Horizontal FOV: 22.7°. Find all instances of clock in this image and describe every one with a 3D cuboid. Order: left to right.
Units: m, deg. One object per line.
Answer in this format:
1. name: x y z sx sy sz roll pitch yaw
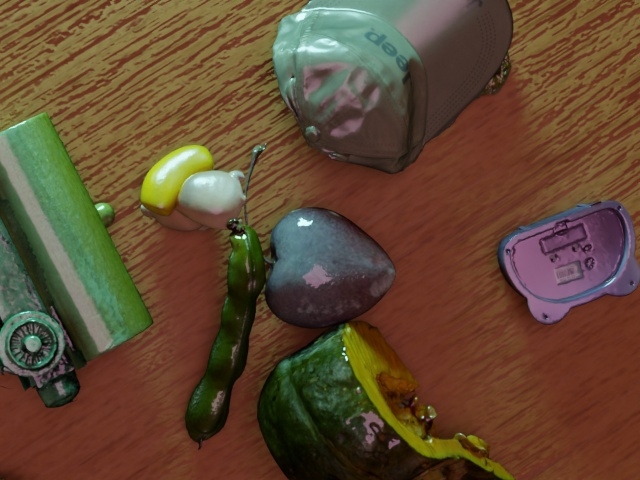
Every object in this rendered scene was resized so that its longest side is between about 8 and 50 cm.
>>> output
1. clock: 0.275 0.024 1.768 0.152 0.050 0.110 -20 95 -8

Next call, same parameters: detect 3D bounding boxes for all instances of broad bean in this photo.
1. broad bean: -0.098 0.102 1.682 0.052 0.052 0.256 13 108 -2

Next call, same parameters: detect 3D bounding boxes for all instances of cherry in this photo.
1. cherry: 0.006 0.000 1.692 0.148 0.115 0.188 2 81 32

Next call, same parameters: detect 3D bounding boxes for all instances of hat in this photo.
1. hat: 0.077 -0.200 1.681 0.214 0.149 0.244 43 109 -8

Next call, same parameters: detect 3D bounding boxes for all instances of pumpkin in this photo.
1. pumpkin: 0.061 0.202 1.704 0.139 0.190 0.280 -41 142 17

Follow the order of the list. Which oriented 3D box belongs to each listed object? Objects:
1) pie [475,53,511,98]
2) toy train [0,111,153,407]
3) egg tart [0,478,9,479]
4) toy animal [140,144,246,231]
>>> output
1. pie: 0.169 -0.195 1.760 0.084 0.020 0.084 0 92 -10
2. toy train: -0.294 0.015 1.639 0.189 0.126 0.307 -27 95 -8
3. egg tart: -0.386 0.455 1.612 0.443 0.178 0.443 0 90 -10
4. toy animal: -0.132 -0.047 1.695 0.114 0.082 0.091 10 58 4
